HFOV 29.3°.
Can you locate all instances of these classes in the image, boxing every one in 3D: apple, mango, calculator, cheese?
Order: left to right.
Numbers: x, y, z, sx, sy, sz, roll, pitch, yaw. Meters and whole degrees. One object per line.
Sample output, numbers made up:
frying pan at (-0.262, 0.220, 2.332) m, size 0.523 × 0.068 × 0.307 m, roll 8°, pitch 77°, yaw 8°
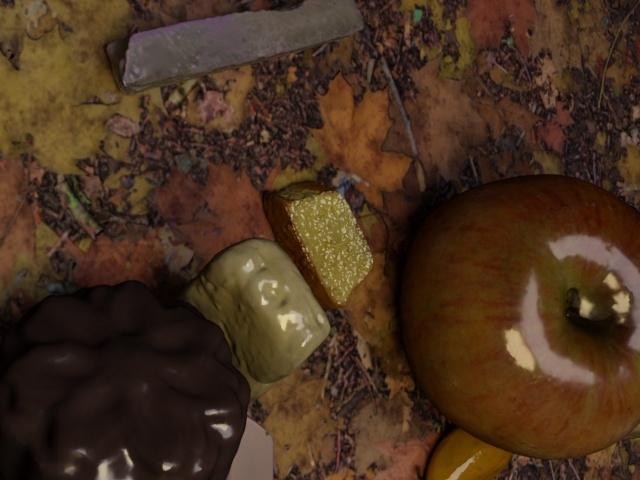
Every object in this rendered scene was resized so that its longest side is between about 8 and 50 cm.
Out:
cheese at (-0.089, 0.099, 1.416) m, size 0.093 × 0.263 × 0.159 m, roll -32°, pitch 86°, yaw -34°
calculator at (-0.094, 0.287, 1.507) m, size 0.100 × 0.032 × 0.175 m, roll 43°, pitch 35°, yaw -40°
mango at (0.215, 0.316, 1.782) m, size 0.190 × 0.075 × 0.098 m, roll -37°, pitch 103°, yaw -28°
apple at (0.298, 0.104, 1.702) m, size 0.400 × 0.333 × 0.400 m, roll 2°, pitch 83°, yaw -18°

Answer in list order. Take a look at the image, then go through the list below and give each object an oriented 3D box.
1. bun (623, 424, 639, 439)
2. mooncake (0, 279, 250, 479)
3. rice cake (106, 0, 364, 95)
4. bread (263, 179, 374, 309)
bun at (0.484, 0.224, 1.979) m, size 0.178 × 0.128 × 0.193 m, roll 2°, pitch 77°, yaw -40°
mooncake at (-0.214, 0.169, 1.294) m, size 0.283 × 0.283 × 0.141 m, roll -19°, pitch 144°, yaw -39°
rice cake at (-0.101, -0.252, 1.534) m, size 0.399 × 0.064 × 0.070 m, roll -21°, pitch 93°, yaw -38°
bread at (0.000, 0.000, 1.618) m, size 0.103 × 0.065 × 0.187 m, roll -35°, pitch 109°, yaw -29°
